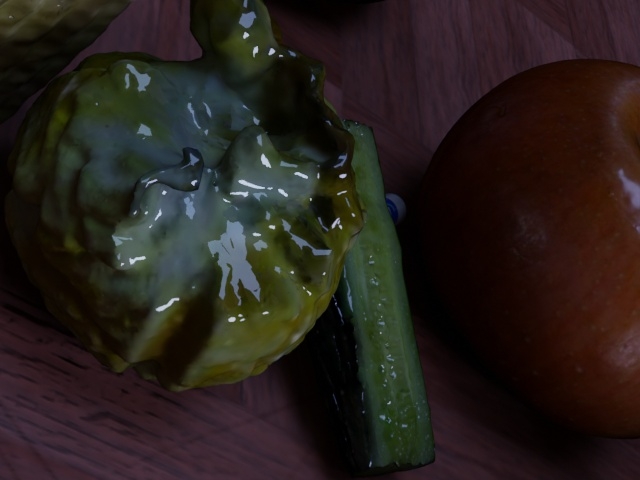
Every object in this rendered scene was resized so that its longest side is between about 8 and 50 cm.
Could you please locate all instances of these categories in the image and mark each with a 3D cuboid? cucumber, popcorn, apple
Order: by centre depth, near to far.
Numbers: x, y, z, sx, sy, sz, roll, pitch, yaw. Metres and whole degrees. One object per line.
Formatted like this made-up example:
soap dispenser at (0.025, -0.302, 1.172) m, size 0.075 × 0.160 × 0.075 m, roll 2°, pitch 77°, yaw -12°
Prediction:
popcorn at (-0.062, -0.035, 0.671) m, size 0.198 × 0.212 × 0.198 m, roll 30°, pitch 6°, yaw -4°
cucumber at (0.010, 0.036, 0.787) m, size 0.078 × 0.062 × 0.211 m, roll 0°, pitch 79°, yaw -54°
apple at (0.195, 0.001, 0.930) m, size 0.251 × 0.206 × 0.272 m, roll 23°, pitch 44°, yaw -32°

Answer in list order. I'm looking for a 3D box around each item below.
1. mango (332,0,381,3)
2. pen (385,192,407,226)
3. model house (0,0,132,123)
mango at (0.011, -0.245, 1.029) m, size 0.267 × 0.111 × 0.133 m, roll -15°, pitch 83°, yaw -50°
pen at (0.000, 0.000, 0.857) m, size 0.025 × 0.025 × 0.204 m, roll 56°, pitch 33°, yaw 7°
model house at (-0.161, -0.161, 0.663) m, size 0.160 × 0.196 × 0.254 m, roll 43°, pitch 35°, yaw -16°
